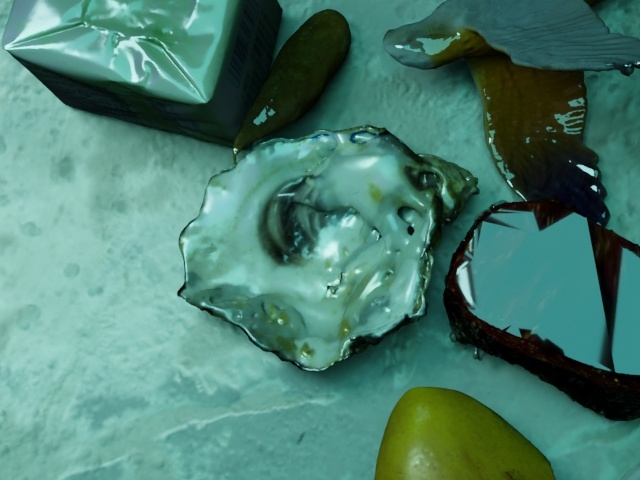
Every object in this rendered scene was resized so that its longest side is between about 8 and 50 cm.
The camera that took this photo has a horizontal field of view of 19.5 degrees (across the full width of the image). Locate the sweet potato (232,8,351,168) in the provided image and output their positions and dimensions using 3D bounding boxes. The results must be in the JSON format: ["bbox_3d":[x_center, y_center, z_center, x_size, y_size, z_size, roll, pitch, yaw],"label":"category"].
[{"bbox_3d":[-0.026,-0.128,1.567,0.056,0.056,0.195,26,53,9],"label":"sweet potato"}]

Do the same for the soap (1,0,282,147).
[{"bbox_3d":[-0.141,-0.173,1.536,0.182,0.199,0.138,13,84,8],"label":"soap"}]

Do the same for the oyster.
[{"bbox_3d":[0.000,0.000,1.551,0.223,0.083,0.214,21,79,14],"label":"oyster"}]

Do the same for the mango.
[{"bbox_3d":[0.124,0.231,1.473,0.154,0.126,0.252,-20,77,-10],"label":"mango"}]

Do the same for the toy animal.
[{"bbox_3d":[0.214,-0.209,1.551,0.302,0.225,0.284,35,65,22],"label":"toy animal"}]

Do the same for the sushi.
[{"bbox_3d":[0.211,0.055,1.495,0.225,0.126,0.136,23,81,9],"label":"sushi"}]

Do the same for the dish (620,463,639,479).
[{"bbox_3d":[0.297,0.234,1.480,0.141,0.078,0.141,-1,80,5],"label":"dish"}]
